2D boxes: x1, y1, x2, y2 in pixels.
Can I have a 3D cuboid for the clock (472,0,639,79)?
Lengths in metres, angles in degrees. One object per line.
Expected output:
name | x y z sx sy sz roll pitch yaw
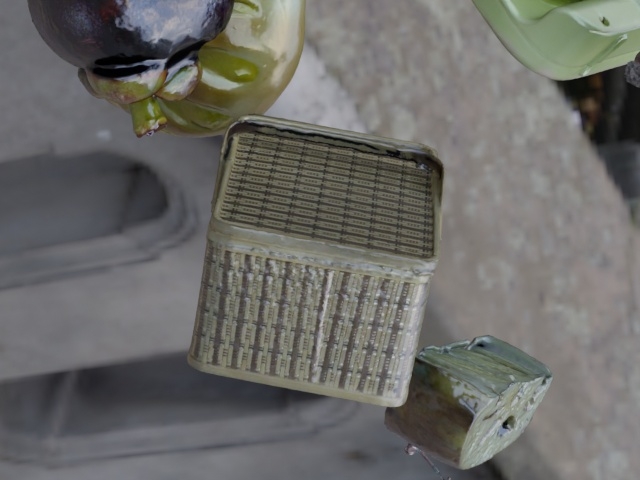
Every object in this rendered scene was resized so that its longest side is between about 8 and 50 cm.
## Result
clock | 0.208 -0.300 1.676 0.235 0.096 0.308 -20 73 -43

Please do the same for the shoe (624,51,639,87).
shoe | 0.378 -0.068 1.449 0.171 0.198 0.351 15 52 -34

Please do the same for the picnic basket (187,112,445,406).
picnic basket | 0.000 0.000 1.804 0.313 0.228 0.175 -79 179 -65

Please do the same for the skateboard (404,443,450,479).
skateboard | 0.151 0.272 2.259 0.063 0.083 0.032 -20 142 -24

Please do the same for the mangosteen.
mangosteen | -0.115 -0.140 1.129 0.137 0.137 0.151 -23 111 -60

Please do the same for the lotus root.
lotus root | 0.170 0.187 2.128 0.235 0.119 0.138 -14 133 -57

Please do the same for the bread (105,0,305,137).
bread | -0.168 -0.266 1.953 0.160 0.333 0.333 -22 102 -51
